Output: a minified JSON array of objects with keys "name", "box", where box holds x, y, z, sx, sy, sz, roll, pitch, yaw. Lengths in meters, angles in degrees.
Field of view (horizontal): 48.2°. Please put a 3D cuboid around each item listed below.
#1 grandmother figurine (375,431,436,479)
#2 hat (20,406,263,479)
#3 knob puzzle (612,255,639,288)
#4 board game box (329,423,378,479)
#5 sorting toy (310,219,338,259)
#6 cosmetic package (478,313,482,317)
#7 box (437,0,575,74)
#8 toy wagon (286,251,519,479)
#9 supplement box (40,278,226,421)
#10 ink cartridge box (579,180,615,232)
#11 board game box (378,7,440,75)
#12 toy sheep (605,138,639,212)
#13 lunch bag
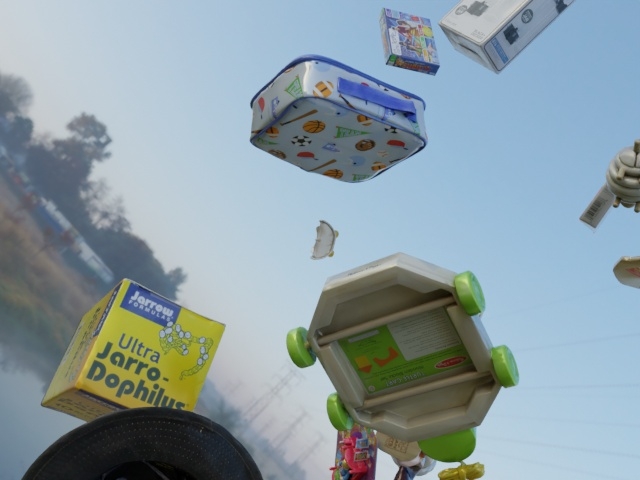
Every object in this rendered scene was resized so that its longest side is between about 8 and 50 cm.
[{"name":"grandmother figurine","box":[0.162,0.359,1.265,0.104,0.208,0.342,19,-17,20]},{"name":"hat","box":[-0.239,0.339,0.888,0.331,0.331,0.134,53,-11,-23]},{"name":"knob puzzle","box":[0.663,0.064,1.396,0.213,0.030,0.213,18,-16,5]},{"name":"board game box","box":[0.041,0.357,1.136,0.033,0.169,0.133,5,1,-26]},{"name":"sorting toy","box":[0.000,0.000,1.492,0.045,0.083,0.075,15,-1,-22]},{"name":"cosmetic package","box":[0.246,0.187,1.542,0.160,0.113,0.309,32,-13,15]},{"name":"box","box":[0.400,-0.487,1.439,0.087,0.290,0.169,42,6,-39]},{"name":"toy wagon","box":[0.126,0.184,0.970,0.344,0.267,0.068,61,24,-19]},{"name":"supplement box","box":[-0.346,0.229,1.288,0.194,0.195,0.356,28,-28,-19]},{"name":"ink cartridge box","box":[0.613,-0.089,1.533,0.045,0.145,0.179,36,9,16]},{"name":"board game box","box":[0.225,-0.511,1.835,0.136,0.201,0.035,10,-40,-14]},{"name":"toy sheep","box":[0.485,-0.101,1.106,0.091,0.091,0.132,36,-28,33]},{"name":"lunch bag","box":[0.040,-0.214,1.294,0.303,0.115,0.243,13,-26,-31]}]
